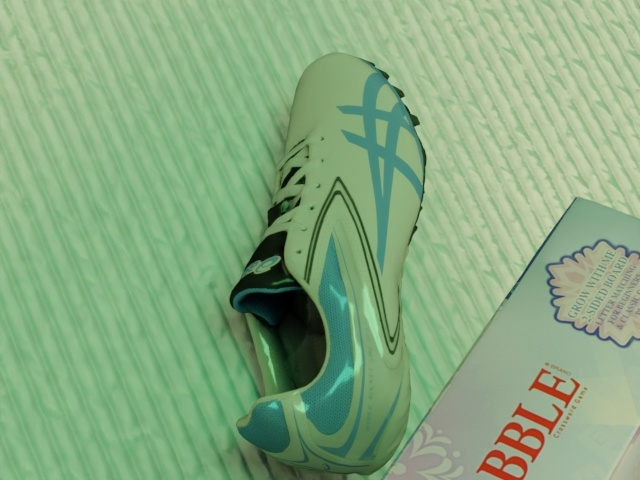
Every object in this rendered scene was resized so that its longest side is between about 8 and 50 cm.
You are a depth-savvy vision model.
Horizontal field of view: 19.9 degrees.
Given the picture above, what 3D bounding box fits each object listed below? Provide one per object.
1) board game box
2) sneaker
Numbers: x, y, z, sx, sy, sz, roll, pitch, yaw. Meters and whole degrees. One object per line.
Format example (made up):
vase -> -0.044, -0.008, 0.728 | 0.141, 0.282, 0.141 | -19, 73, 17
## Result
board game box -> 0.033, 0.199, 0.652 | 0.066, 0.318, 0.318 | 23, 48, 19
sneaker -> 0.000, 0.000, 0.900 | 0.086, 0.085, 0.237 | 20, 53, -28
